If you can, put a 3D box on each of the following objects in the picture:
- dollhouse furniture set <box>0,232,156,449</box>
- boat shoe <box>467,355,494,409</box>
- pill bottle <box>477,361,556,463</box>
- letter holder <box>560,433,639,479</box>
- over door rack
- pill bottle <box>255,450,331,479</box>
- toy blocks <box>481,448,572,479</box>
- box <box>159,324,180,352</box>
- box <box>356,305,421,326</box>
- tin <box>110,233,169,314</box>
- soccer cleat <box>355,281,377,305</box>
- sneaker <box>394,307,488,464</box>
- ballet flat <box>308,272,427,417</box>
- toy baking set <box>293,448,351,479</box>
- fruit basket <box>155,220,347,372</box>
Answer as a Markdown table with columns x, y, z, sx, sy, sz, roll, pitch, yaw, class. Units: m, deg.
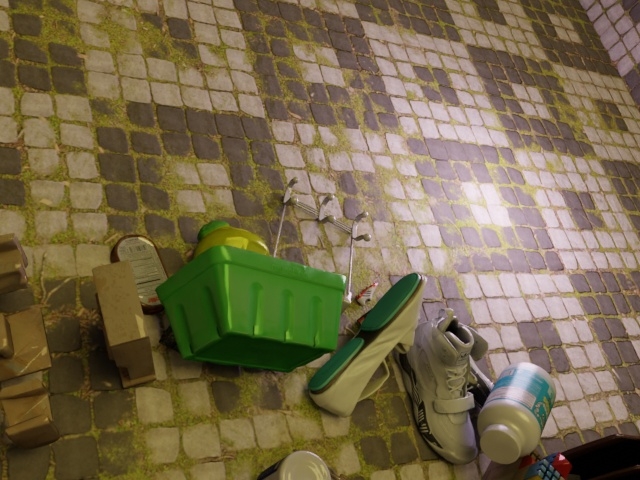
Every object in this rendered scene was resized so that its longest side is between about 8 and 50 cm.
| x | y | z | sx | sy | sz | roll | pitch | yaw | class |
| --- | --- | --- | --- | --- | --- | --- | --- | --- | --- |
| -0.525 | 0.199 | 1.332 | 0.393 | 0.256 | 0.362 | -14 | 66 | -16 | dollhouse furniture set |
| 0.381 | 0.364 | 1.867 | 0.070 | 0.078 | 0.219 | -16 | 62 | -40 | boat shoe |
| 0.462 | 0.413 | 1.707 | 0.146 | 0.146 | 0.264 | 48 | 38 | 3 | pill bottle |
| 0.694 | 0.594 | 1.756 | 0.214 | 0.302 | 0.152 | 16 | 53 | -24 | letter holder |
| 0.000 | 0.000 | 1.836 | 0.239 | 0.108 | 0.324 | 26 | 49 | -15 | over door rack |
| -0.069 | 0.490 | 1.404 | 0.111 | 0.187 | 0.112 | 17 | 53 | -23 | pill bottle |
| 0.451 | 0.594 | 1.625 | 0.191 | 0.261 | 0.381 | 46 | 46 | 2 | toy blocks |
| -0.294 | 0.215 | 1.525 | 0.083 | 0.067 | 0.018 | 30 | 48 | -12 | box |
| 0.171 | 0.198 | 1.799 | 0.094 | 0.137 | 0.027 | 55 | 15 | 11 | box |
| -0.393 | 0.072 | 1.580 | 0.106 | 0.040 | 0.190 | -14 | 69 | -34 | tin |
| 0.126 | 0.140 | 1.880 | 0.083 | 0.029 | 0.036 | -37 | 92 | -40 | soccer cleat |
| 0.317 | 0.346 | 1.739 | 0.137 | 0.210 | 0.366 | -6 | 64 | -35 | sneaker |
| 0.136 | 0.252 | 1.696 | 0.139 | 0.139 | 0.400 | 44 | 71 | 0 | ballet flat |
| 0.060 | 0.514 | 1.486 | 0.256 | 0.196 | 0.030 | 32 | 78 | -14 | toy baking set |
| -0.158 | 0.084 | 1.562 | 0.392 | 0.282 | 0.392 | 27 | 47 | -33 | fruit basket |
